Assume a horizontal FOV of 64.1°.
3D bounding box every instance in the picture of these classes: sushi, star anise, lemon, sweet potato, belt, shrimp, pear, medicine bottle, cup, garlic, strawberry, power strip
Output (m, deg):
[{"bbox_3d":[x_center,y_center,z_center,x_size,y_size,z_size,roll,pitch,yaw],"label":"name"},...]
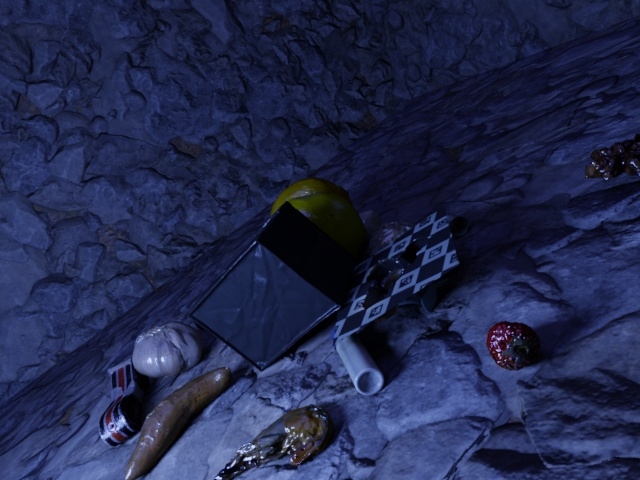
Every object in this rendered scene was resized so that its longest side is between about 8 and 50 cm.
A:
[{"bbox_3d":[0.184,0.090,1.161,0.320,0.068,0.339,-37,14,19],"label":"sushi"},{"bbox_3d":[0.686,-0.193,1.177,0.178,0.073,0.234,-18,13,16],"label":"star anise"},{"bbox_3d":[-0.031,-0.074,1.783,0.297,0.297,0.297,-30,17,10],"label":"lemon"},{"bbox_3d":[-0.368,0.436,1.274,0.114,0.092,0.341,11,44,43],"label":"sweet potato"},{"bbox_3d":[-0.580,0.474,1.526,0.094,0.126,0.359,-27,21,-5],"label":"belt"},{"bbox_3d":[-0.098,0.392,0.955,0.262,0.066,0.117,-35,16,-1],"label":"shrimp"},{"bbox_3d":[0.000,0.000,1.525,0.294,0.294,0.294,-30,17,10],"label":"pear"},{"bbox_3d":[0.072,0.242,1.075,0.059,0.059,0.231,-33,17,-1],"label":"medicine bottle"},{"bbox_3d":[0.364,-0.050,1.381,0.075,0.054,0.083,-35,14,-3],"label":"cup"},{"bbox_3d":[-0.486,0.341,1.619,0.228,0.152,0.228,-10,6,1],"label":"garlic"},{"bbox_3d":[0.307,0.170,0.832,0.083,0.083,0.096,-38,11,-18],"label":"strawberry"},{"bbox_3d":[0.201,0.128,1.193,0.216,0.044,0.137,-20,20,37],"label":"power strip"}]

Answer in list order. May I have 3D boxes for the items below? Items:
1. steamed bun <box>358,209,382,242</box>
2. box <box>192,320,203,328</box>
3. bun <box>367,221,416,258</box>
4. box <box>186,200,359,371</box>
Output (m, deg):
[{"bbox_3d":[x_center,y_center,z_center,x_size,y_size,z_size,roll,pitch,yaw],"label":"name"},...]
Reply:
[{"bbox_3d":[0.144,-0.038,1.681,0.113,0.090,0.130,-17,19,31],"label":"steamed bun"},{"bbox_3d":[-0.362,0.260,1.806,0.120,0.069,0.224,-43,18,-30],"label":"box"},{"bbox_3d":[0.200,0.003,1.448,0.183,0.102,0.183,-33,16,11],"label":"bun"},{"bbox_3d":[-0.120,0.121,1.299,0.345,0.251,0.204,-45,10,31],"label":"box"}]
